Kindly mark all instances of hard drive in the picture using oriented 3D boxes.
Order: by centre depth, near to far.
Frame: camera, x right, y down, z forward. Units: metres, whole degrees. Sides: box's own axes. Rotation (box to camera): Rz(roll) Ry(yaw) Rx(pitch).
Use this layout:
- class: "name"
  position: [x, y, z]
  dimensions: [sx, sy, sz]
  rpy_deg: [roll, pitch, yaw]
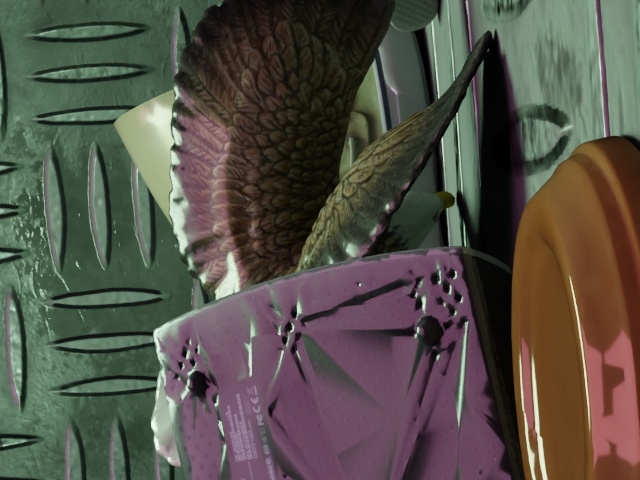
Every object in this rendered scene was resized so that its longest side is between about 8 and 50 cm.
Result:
- class: "hard drive"
  position: [0.016, 0.099, 0.905]
  dimensions: [0.255, 0.054, 0.172]
  rpy_deg: [-17, 84, 48]

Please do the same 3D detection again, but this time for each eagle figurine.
- class: "eagle figurine"
  position: [0.005, -0.006, 1.066]
  dimensions: [0.225, 0.226, 0.298]
  rpy_deg: [-65, -26, -52]

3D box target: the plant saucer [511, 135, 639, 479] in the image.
- class: "plant saucer"
  position: [0.105, 0.060, 0.673]
  dimensions: [0.200, 0.037, 0.199]
  rpy_deg: [176, 90, -86]

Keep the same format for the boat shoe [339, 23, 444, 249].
- class: "boat shoe"
  position: [0.034, -0.041, 1.251]
  dimensions: [0.109, 0.094, 0.302]
  rpy_deg: [95, 170, -69]

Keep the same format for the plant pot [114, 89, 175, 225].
- class: "plant pot"
  position: [-0.060, -0.047, 1.914]
  dimensions: [0.256, 0.257, 0.274]
  rpy_deg: [152, 97, -86]

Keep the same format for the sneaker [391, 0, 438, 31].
- class: "sneaker"
  position: [0.050, -0.209, 1.140]
  dimensions: [0.134, 0.051, 0.070]
  rpy_deg: [84, 174, -47]
